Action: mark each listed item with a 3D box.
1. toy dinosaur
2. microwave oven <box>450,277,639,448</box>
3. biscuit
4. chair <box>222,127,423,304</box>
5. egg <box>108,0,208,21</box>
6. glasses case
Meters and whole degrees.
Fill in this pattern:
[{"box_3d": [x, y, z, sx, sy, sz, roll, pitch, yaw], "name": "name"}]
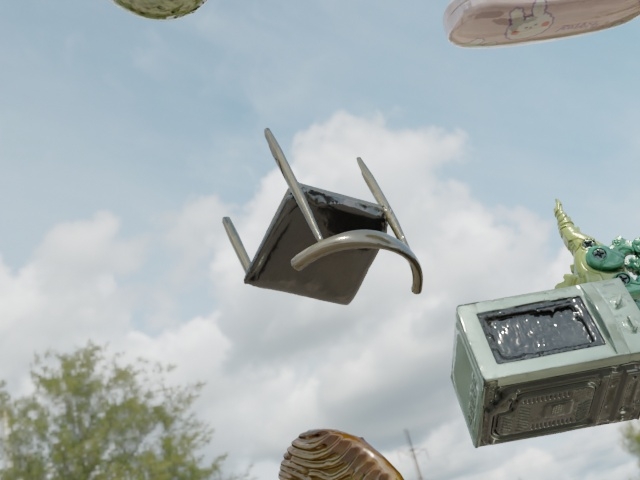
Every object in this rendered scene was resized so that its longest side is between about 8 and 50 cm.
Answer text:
[{"box_3d": [0.396, 0.039, 1.134, 0.153, 0.259, 0.094, -8, -34, 10], "name": "toy dinosaur"}, {"box_3d": [0.273, 0.150, 0.953, 0.208, 0.122, 0.162, -9, -47, -4], "name": "microwave oven"}, {"box_3d": [0.023, 0.298, 0.914, 0.031, 0.176, 0.228, -15, -18, -41], "name": "biscuit"}, {"box_3d": [0.000, 0.000, 1.046, 0.188, 0.272, 0.166, 14, -64, -30], "name": "chair"}, {"box_3d": [-0.094, -0.173, 0.429, 0.085, 0.085, 0.110, -21, -71, 10], "name": "egg"}, {"box_3d": [0.299, -0.300, 1.014, 0.296, 0.075, 0.113, -12, -12, -11], "name": "glasses case"}]
